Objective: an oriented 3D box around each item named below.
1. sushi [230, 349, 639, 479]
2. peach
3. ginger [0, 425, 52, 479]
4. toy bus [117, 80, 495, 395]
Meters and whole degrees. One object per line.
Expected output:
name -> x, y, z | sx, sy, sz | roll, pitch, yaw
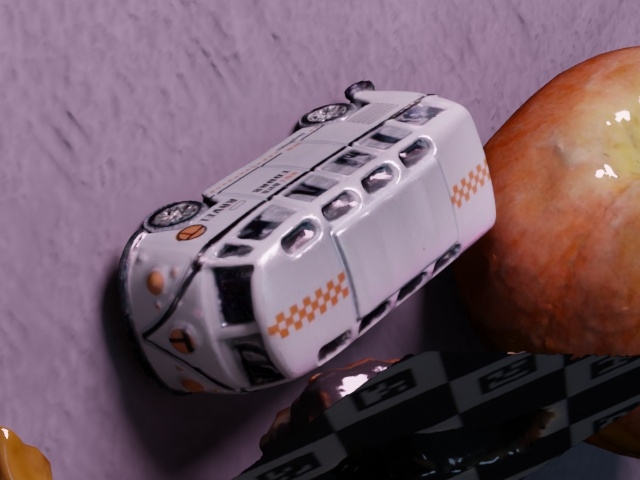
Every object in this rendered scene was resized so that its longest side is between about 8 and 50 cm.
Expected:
sushi -> 0.025, 0.085, 0.741 | 0.231, 0.220, 0.047 | 6, 53, -49
peach -> 0.181, 0.024, 0.879 | 0.214, 0.214, 0.235 | -56, 150, -31
ginger -> -0.125, 0.232, 0.502 | 0.254, 0.176, 0.418 | -50, 141, -44
toy bus -> 0.000, 0.000, 0.758 | 0.194, 0.089, 0.087 | -35, 118, -41
